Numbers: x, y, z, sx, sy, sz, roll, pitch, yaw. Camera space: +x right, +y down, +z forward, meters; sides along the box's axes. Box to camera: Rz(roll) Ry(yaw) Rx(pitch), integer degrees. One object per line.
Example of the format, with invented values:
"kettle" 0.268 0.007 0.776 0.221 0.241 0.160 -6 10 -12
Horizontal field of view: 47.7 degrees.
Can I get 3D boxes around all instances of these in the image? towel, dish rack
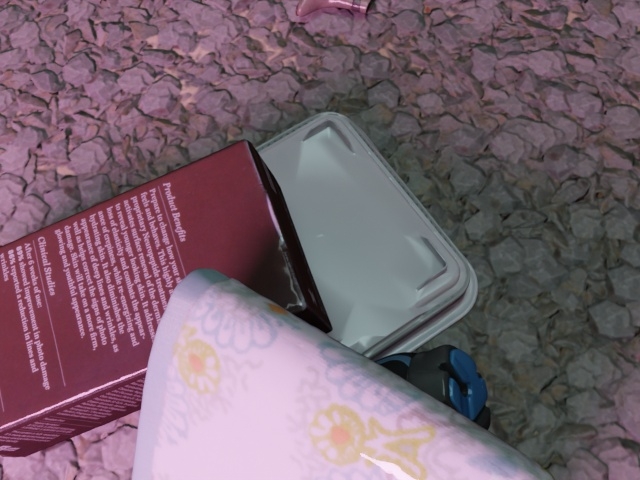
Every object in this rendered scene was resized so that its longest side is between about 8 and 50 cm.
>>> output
"towel" -0.018 0.247 0.595 0.320 0.375 0.090 26 28 25
"dish rack" 0.000 0.000 0.865 0.285 0.072 0.333 -31 69 -13

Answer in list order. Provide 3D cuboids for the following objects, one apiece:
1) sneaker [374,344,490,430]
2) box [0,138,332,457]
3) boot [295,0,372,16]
"sneaker" 0.097 0.278 0.696 0.139 0.125 0.341 -13 69 34
"box" -0.201 0.068 0.757 0.381 0.143 0.191 -23 69 7
"boot" 0.030 -0.350 1.044 0.087 0.042 0.118 30 70 12
